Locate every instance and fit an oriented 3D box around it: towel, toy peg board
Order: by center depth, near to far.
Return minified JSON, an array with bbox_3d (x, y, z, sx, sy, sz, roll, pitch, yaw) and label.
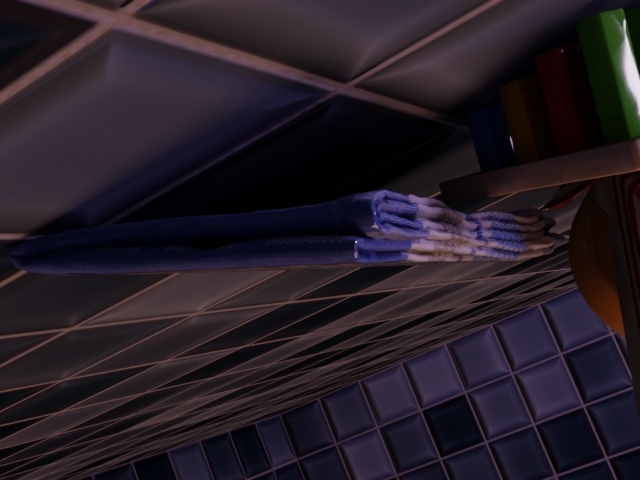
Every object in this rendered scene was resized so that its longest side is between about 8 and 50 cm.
[{"bbox_3d":[0.167,-0.083,0.571,0.161,0.079,0.161,-16,-177,-28],"label":"toy peg board"},{"bbox_3d":[0.000,0.000,0.579,0.209,0.034,0.285,-4,178,29],"label":"towel"}]

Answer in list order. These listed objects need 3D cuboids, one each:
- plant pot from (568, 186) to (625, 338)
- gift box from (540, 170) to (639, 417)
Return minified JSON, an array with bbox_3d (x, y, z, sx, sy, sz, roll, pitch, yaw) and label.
[{"bbox_3d":[0.340,-0.026,0.887,0.205,0.205,0.188,-20,153,-12],"label":"plant pot"},{"bbox_3d":[0.304,0.032,0.659,0.276,0.258,0.255,-12,-165,1],"label":"gift box"}]
